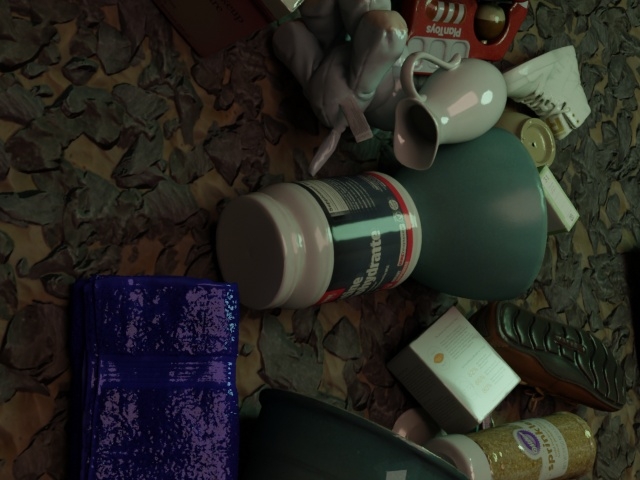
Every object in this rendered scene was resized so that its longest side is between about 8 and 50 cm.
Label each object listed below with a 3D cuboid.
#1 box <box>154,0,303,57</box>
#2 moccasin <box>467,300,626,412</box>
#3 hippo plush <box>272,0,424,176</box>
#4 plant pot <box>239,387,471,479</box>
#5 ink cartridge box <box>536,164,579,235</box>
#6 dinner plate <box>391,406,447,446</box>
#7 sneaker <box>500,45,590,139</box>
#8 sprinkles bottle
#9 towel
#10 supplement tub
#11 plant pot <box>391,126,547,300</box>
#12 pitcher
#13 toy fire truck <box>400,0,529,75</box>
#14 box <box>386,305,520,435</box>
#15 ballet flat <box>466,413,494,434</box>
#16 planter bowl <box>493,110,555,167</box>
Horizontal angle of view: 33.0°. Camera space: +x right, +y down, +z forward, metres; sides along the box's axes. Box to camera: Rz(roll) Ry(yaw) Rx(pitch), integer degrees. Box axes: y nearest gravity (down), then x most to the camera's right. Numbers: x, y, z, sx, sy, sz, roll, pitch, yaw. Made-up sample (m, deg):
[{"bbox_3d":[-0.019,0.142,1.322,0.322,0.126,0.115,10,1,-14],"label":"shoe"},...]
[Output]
[{"bbox_3d":[-0.123,-0.386,1.577,0.148,0.232,0.126,49,55,-20],"label":"box"},{"bbox_3d":[0.406,0.228,1.963,0.380,0.147,0.139,20,56,-31],"label":"moccasin"},{"bbox_3d":[0.093,-0.270,1.728,0.237,0.234,0.294,6,59,-49],"label":"hippo plush"},{"bbox_3d":[0.000,0.430,1.486,0.341,0.341,0.334,36,69,-28],"label":"plant pot"},{"bbox_3d":[0.327,-0.103,1.926,0.235,0.171,0.056,54,54,-18],"label":"ink cartridge box"},{"bbox_3d":[0.172,0.351,1.819,0.141,0.017,0.141,7,78,-36],"label":"dinner plate"},{"bbox_3d":[0.433,-0.271,2.069,0.293,0.108,0.169,-23,95,-47],"label":"sneaker"},{"bbox_3d":[0.306,0.357,1.757,0.355,0.121,0.121,-1,82,-45],"label":"sprinkles bottle"},{"bbox_3d":[-0.220,0.198,1.435,0.228,0.076,0.308,0,79,-6],"label":"towel"},{"bbox_3d":[0.000,0.000,1.632,0.272,0.191,0.191,-10,88,-39],"label":"supplement tub"},{"bbox_3d":[0.206,-0.035,1.770,0.196,0.290,0.290,-6,86,-22],"label":"plant pot"},{"bbox_3d":[0.197,-0.227,1.670,0.207,0.126,0.177,-34,128,-38],"label":"pitcher"},{"bbox_3d":[0.258,-0.417,1.958,0.302,0.169,0.253,-3,110,-40],"label":"toy fire truck"},{"bbox_3d":[0.221,0.220,1.797,0.170,0.091,0.130,48,53,7],"label":"box"},{"bbox_3d":[0.270,0.359,1.862,0.079,0.077,0.221,25,63,-37],"label":"ballet flat"},{"bbox_3d":[0.365,-0.169,2.009,0.162,0.109,0.162,7,78,-37],"label":"planter bowl"}]
